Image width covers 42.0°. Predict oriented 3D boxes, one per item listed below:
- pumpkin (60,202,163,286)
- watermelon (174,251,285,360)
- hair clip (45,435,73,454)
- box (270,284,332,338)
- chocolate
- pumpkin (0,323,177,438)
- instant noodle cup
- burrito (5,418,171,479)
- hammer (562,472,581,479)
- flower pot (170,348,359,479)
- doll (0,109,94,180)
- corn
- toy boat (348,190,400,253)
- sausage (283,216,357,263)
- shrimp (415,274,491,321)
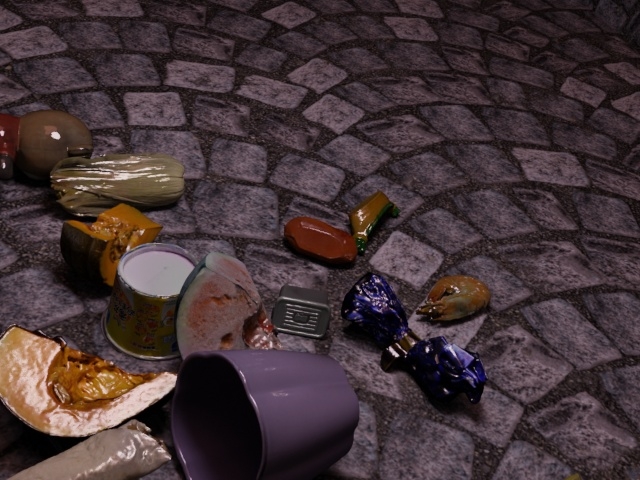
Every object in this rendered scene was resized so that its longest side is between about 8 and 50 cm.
[{"bbox_3d":[-0.436,0.013,1.721,0.130,0.126,0.248,18,17,18],"label":"pumpkin"},{"bbox_3d":[-0.174,0.166,1.529,0.175,0.322,0.188,-26,20,-6],"label":"watermelon"},{"bbox_3d":[-0.402,0.369,1.328,0.083,0.048,0.275,-20,43,-23],"label":"hair clip"},{"bbox_3d":[-0.039,0.142,1.706,0.122,0.084,0.069,11,27,-5],"label":"box"},{"bbox_3d":[0.187,0.214,1.666,0.148,0.126,0.343,-45,62,-6],"label":"chocolate"},{"bbox_3d":[-0.399,0.274,1.385,0.312,0.148,0.169,17,54,-6],"label":"pumpkin"},{"bbox_3d":[-0.313,0.106,1.601,0.204,0.153,0.205,9,35,-7],"label":"instant noodle cup"},{"bbox_3d":[-0.413,0.379,1.225,0.392,0.076,0.117,-25,37,-24],"label":"burrito"},{"bbox_3d":[0.502,0.486,1.411,0.041,0.159,0.226,-10,24,-30],"label":"hammer"},{"bbox_3d":[-0.078,0.297,1.368,0.243,0.265,0.265,-1,37,-40],"label":"flower pot"},{"bbox_3d":[-0.685,-0.225,1.888,0.329,0.174,0.235,-2,16,-24],"label":"doll"},{"bbox_3d":[-0.457,-0.129,1.882,0.305,0.123,0.122,-9,44,-26],"label":"corn"},{"bbox_3d":[0.123,-0.050,2.020,0.088,0.089,0.229,57,41,-8],"label":"toy boat"},{"bbox_3d":[0.000,0.000,1.895,0.179,0.089,0.089,18,37,1],"label":"sausage"},{"bbox_3d":[0.287,0.130,1.852,0.217,0.051,0.115,-18,41,-35],"label":"shrimp"}]
